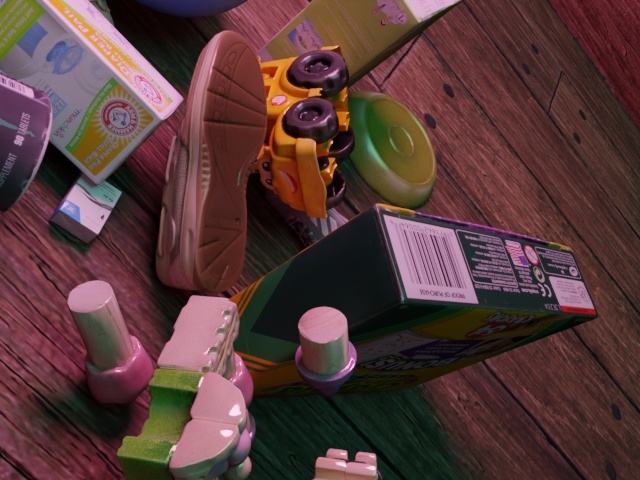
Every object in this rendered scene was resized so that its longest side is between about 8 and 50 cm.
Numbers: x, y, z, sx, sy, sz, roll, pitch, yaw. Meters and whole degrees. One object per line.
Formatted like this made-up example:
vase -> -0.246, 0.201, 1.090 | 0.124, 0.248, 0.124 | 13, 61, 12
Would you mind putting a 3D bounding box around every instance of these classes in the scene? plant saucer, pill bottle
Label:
plant saucer -> 0.135, -0.173, 1.206 | 0.241, 0.037, 0.241 | 24, 52, -35
pill bottle -> -0.375, -0.120, 0.575 | 0.246, 0.130, 0.130 | 23, 53, -40

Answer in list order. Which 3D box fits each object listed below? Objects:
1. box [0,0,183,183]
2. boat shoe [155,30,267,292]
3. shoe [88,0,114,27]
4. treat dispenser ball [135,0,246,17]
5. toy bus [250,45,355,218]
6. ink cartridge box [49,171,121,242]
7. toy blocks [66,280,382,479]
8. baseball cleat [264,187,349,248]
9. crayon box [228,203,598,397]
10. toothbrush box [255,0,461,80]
box -> -0.266, -0.180, 0.724 | 0.203, 0.114, 0.103 | 46, 18, -17
boat shoe -> -0.136, -0.093, 0.774 | 0.109, 0.098, 0.302 | 13, 80, -54
shoe -> -0.319, -0.329, 0.820 | 0.219, 0.058, 0.076 | 57, 41, -4
treat dispenser ball -> -0.173, -0.437, 0.855 | 0.288, 0.288, 0.288 | 24, 52, -35
toy bus -> -0.066, -0.147, 0.887 | 0.149, 0.211, 0.220 | 83, 13, -49
ink cartridge box -> -0.255, -0.045, 0.741 | 0.048, 0.028, 0.083 | 37, 45, -25
toy blocks -> -0.098, 0.227, 0.579 | 0.288, 0.309, 0.260 | -75, 165, -49
baseball cleat -> 0.000, 0.000, 0.942 | 0.206, 0.072, 0.109 | 29, 68, -14
crayon box -> 0.089, 0.095, 0.789 | 0.363, 0.313, 0.106 | 9, 58, -42
toothbrush box -> 0.052, -0.317, 1.016 | 0.122, 0.283, 0.206 | 54, 41, -5
